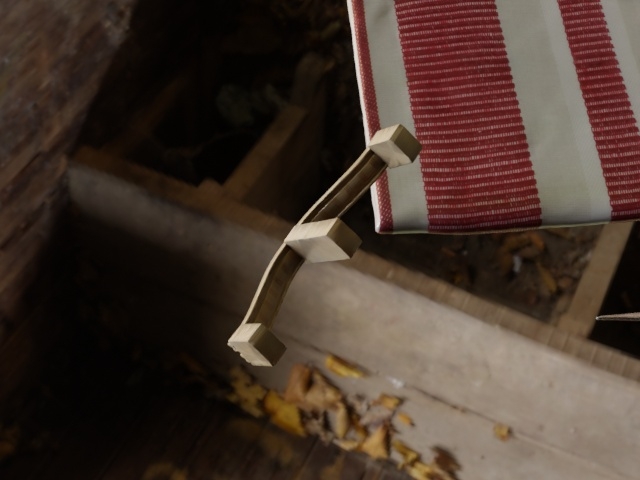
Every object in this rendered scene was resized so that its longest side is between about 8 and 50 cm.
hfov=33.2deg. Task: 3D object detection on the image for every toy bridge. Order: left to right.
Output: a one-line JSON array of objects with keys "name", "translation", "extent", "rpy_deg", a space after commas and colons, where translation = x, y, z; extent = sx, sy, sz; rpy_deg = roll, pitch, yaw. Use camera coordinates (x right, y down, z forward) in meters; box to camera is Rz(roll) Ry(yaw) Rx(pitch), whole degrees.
[{"name": "toy bridge", "translation": [0.000, 0.000, 0.700], "extent": [0.026, 0.188, 0.063], "rpy_deg": [43, 156, -19]}]

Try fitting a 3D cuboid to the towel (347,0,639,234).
[{"name": "towel", "translation": [0.193, -0.111, 0.824], "extent": [0.329, 0.237, 0.037], "rpy_deg": [-4, 148, -2]}]

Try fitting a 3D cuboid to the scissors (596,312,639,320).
[{"name": "scissors", "translation": [0.357, 0.070, 0.968], "extent": [0.109, 0.297, 0.021], "rpy_deg": [29, 110, 35]}]
